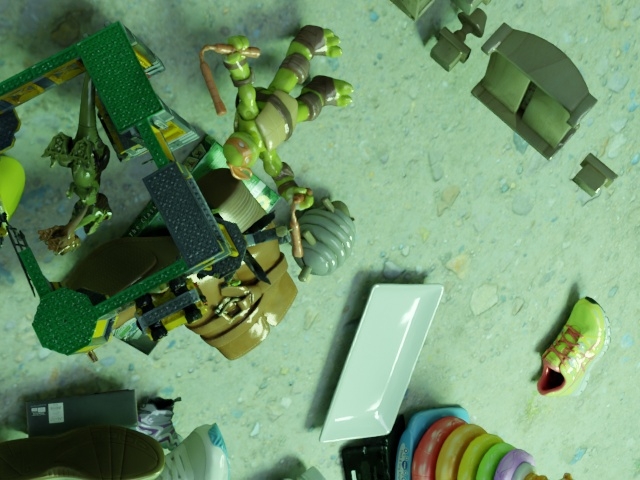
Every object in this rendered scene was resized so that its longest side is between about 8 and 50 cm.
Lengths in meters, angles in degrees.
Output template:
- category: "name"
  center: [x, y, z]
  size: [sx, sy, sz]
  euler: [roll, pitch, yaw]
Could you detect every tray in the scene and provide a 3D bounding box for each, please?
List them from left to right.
- category: "tray"
  center: [0.085, 0.179, 1.551]
  size: [0.145, 0.030, 0.270]
  euler: [2, 115, -37]

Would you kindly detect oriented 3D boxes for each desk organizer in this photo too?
- category: "desk organizer"
  center: [-0.293, 0.212, 1.267]
  size: [0.130, 0.050, 0.047]
  euler: [-4, 86, -18]

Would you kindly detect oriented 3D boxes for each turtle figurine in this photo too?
- category: "turtle figurine"
  center: [-0.046, -0.133, 1.178]
  size: [0.217, 0.087, 0.270]
  euler: [-49, 125, -37]

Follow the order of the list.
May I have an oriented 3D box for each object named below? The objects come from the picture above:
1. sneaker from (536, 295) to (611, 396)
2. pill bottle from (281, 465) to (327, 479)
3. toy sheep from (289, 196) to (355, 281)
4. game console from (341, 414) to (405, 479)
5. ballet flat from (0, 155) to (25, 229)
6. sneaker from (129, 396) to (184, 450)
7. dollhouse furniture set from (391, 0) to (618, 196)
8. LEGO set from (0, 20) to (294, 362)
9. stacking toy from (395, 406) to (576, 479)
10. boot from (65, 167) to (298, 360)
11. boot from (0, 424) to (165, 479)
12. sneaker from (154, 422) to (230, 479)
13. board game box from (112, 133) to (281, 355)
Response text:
- category: "sneaker"
  center: [0.432, 0.193, 1.791]
  size: [0.094, 0.081, 0.209]
  euler: [-8, 121, -31]
- category: "pill bottle"
  center: [-0.056, 0.417, 1.547]
  size: [0.169, 0.094, 0.094]
  euler: [-37, 133, -13]
- category: "toy sheep"
  center: [0.000, 0.000, 1.333]
  size: [0.132, 0.091, 0.091]
  euler: [-57, 140, -30]
- category: "game console"
  center: [0.090, 0.352, 1.676]
  size: [0.107, 0.071, 0.122]
  euler: [-8, 126, 2]
- category: "ballet flat"
  center: [-0.380, 0.014, 1.059]
  size: [0.231, 0.077, 0.077]
  euler: [-46, 133, -5]
- category: "sneaker"
  center: [-0.200, 0.235, 1.361]
  size: [0.069, 0.038, 0.098]
  euler: [-52, 135, 3]
- category: "dollhouse furniture set"
  center: [0.266, -0.248, 1.189]
  size: [0.174, 0.355, 0.303]
  euler: [-47, 173, -2]
- category: "LEGO set"
  center: [-0.210, -0.048, 1.041]
  size: [0.255, 0.331, 0.192]
  euler: [-36, 174, 2]
- category: "stacking toy"
  center: [0.278, 0.373, 1.613]
  size: [0.165, 0.301, 0.175]
  euler: [2, 93, -46]
- category: "boot"
  center: [-0.160, 0.071, 1.219]
  size: [0.283, 0.109, 0.220]
  euler: [-44, 137, -18]
- category: "boot"
  center: [-0.295, 0.302, 1.257]
  size: [0.213, 0.077, 0.165]
  euler: [-3, 139, -10]
- category: "sneaker"
  center: [-0.190, 0.317, 1.346]
  size: [0.092, 0.087, 0.229]
  euler: [3, 138, -35]
- category: "board game box"
  center: [-0.173, 0.009, 1.250]
  size: [0.260, 0.030, 0.136]
  euler: [-50, 132, -1]
